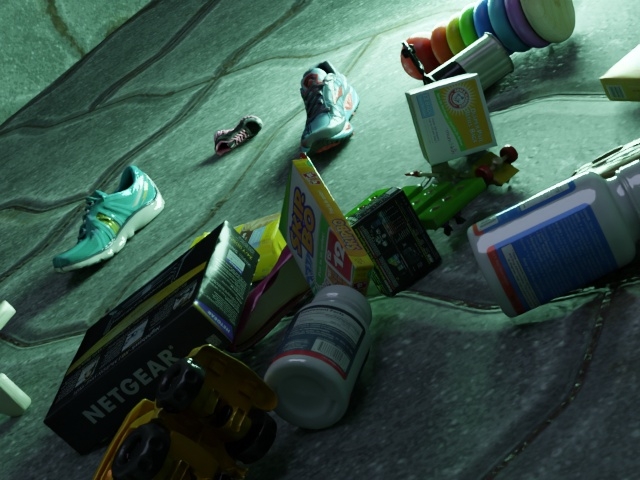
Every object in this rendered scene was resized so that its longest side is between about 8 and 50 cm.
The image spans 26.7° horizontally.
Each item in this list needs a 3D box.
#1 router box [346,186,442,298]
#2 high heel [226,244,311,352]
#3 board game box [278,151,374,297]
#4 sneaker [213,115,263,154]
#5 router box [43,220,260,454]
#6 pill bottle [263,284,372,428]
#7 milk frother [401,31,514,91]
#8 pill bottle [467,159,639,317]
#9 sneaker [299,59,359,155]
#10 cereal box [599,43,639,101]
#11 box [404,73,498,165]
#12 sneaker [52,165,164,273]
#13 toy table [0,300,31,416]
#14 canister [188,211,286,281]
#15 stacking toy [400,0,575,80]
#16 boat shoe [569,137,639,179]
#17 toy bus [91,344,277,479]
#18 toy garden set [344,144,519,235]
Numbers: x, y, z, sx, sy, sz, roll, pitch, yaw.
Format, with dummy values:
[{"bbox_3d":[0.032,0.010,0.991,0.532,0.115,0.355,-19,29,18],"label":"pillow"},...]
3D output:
[{"bbox_3d":[0.096,0.003,1.824,0.092,0.122,0.038,-35,19,-14],"label":"router box"},{"bbox_3d":[-0.046,0.070,1.910,0.244,0.082,0.117,-32,24,-5],"label":"high heel"},{"bbox_3d":[0.000,0.000,1.834,0.039,0.124,0.259,-4,40,-21],"label":"board game box"},{"bbox_3d":[-0.166,-0.206,2.692,0.119,0.047,0.057,-27,28,27],"label":"sneaker"},{"bbox_3d":[-0.236,0.136,1.916,0.309,0.081,0.243,-37,18,24],"label":"router box"},{"bbox_3d":[0.004,0.138,1.672,0.108,0.108,0.180,-18,25,28],"label":"pill bottle"},{"bbox_3d":[0.227,-0.307,2.285,0.135,0.143,0.129,-36,16,-8],"label":"milk frother"},{"bbox_3d":[0.297,-0.007,1.598,0.221,0.124,0.124,-26,23,10],"label":"pill bottle"},{"bbox_3d":[-0.006,-0.248,2.468,0.104,0.125,0.262,-24,23,17],"label":"sneaker"},{"bbox_3d":[0.548,-0.283,1.967,0.240,0.047,0.173,-40,24,-22],"label":"cereal box"},{"bbox_3d":[0.193,-0.184,2.018,0.103,0.114,0.203,-16,7,3],"label":"box"},{"bbox_3d":[-0.416,-0.036,2.549,0.107,0.110,0.275,-5,34,45],"label":"sneaker"},{"bbox_3d":[-0.591,0.203,2.123,0.161,0.252,0.274,-34,28,36],"label":"toy table"},{"bbox_3d":[-0.122,0.022,2.117,0.170,0.073,0.126,-17,26,25],"label":"canister"},{"bbox_3d":[0.280,-0.362,2.384,0.330,0.141,0.141,-21,23,39],"label":"stacking toy"},{"bbox_3d":[0.425,-0.097,1.655,0.285,0.104,0.089,-17,28,30],"label":"boat shoe"},{"bbox_3d":[-0.179,0.249,1.595,0.211,0.149,0.220,-16,42,54],"label":"toy bus"},{"bbox_3d":[0.163,-0.060,1.974,0.204,0.049,0.244,-38,19,-29],"label":"toy garden set"}]
